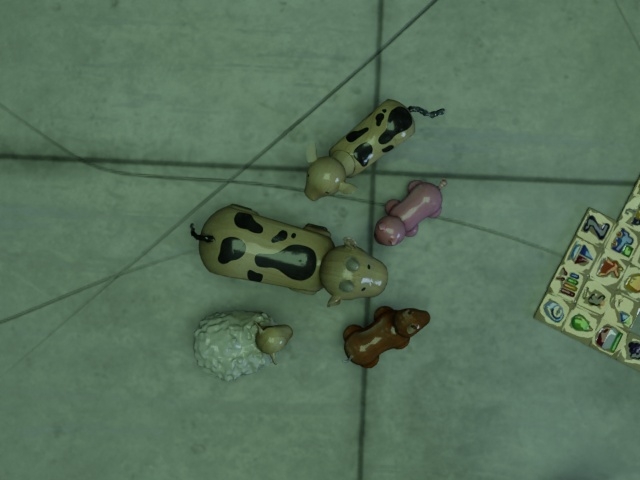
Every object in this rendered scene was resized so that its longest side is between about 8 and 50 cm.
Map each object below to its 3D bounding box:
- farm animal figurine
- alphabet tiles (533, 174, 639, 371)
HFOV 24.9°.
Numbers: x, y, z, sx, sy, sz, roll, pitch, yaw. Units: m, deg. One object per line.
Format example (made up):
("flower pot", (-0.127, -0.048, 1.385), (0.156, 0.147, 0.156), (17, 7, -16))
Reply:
("farm animal figurine", (0.000, 0.000, 1.743), (0.326, 0.172, 0.330), (-3, 92, -1))
("alphabet tiles", (0.411, 0.037, 1.839), (0.198, 0.009, 0.237), (27, 91, -2))
